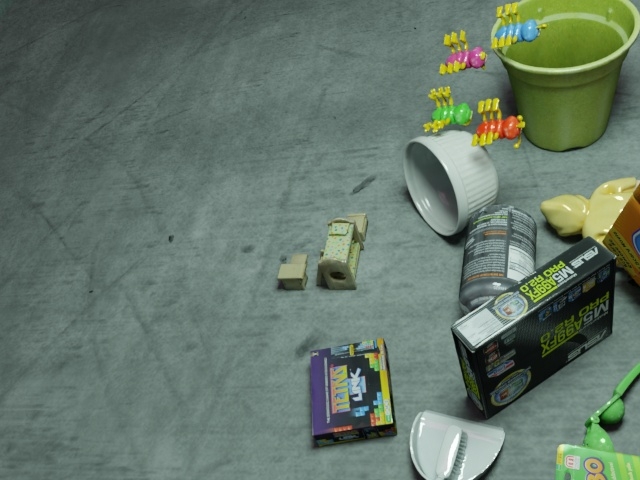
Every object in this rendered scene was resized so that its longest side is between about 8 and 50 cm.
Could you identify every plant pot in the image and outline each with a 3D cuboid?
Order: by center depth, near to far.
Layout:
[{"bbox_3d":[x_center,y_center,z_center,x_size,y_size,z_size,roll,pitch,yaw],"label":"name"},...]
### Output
[{"bbox_3d":[0.504,-0.335,1.441,0.275,0.254,0.276,-10,47,11],"label":"plant pot"}]

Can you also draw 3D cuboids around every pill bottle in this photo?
[{"bbox_3d":[0.317,0.065,1.245,0.130,0.130,0.246,0,51,20],"label":"pill bottle"}]

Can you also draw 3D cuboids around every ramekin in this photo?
[{"bbox_3d":[0.262,-0.123,1.387,0.109,0.207,0.207,-23,46,-15],"label":"ramekin"}]

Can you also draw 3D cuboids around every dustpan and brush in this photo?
[{"bbox_3d":[0.193,0.360,1.082,0.147,0.060,0.211,8,54,26],"label":"dustpan and brush"}]

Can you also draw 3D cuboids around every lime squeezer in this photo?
[{"bbox_3d":[0.459,0.284,1.055,0.109,0.059,0.311,3,51,23],"label":"lime squeezer"}]

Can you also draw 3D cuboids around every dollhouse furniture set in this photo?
[{"bbox_3d":[0.000,0.000,1.438,0.160,0.101,0.182,-2,50,18],"label":"dollhouse furniture set"}]

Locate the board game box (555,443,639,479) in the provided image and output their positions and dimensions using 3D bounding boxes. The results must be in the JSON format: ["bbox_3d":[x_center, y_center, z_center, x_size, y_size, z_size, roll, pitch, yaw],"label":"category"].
[{"bbox_3d":[0.457,0.366,0.959,0.259,0.039,0.124,7,68,13],"label":"board game box"}]

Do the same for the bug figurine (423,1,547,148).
[{"bbox_3d":[0.309,-0.298,1.313,0.216,0.072,0.279,6,79,44],"label":"bug figurine"}]

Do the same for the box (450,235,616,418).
[{"bbox_3d":[0.346,0.143,1.109,0.270,0.216,0.060,-31,46,-9],"label":"box"}]

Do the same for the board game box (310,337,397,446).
[{"bbox_3d":[0.055,0.265,1.225,0.141,0.048,0.170,-12,48,9],"label":"board game box"}]

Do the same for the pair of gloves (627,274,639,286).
[{"bbox_3d":[0.565,0.039,1.215,0.074,0.083,0.010,-24,6,27],"label":"pair of gloves"}]

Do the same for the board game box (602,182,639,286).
[{"bbox_3d":[0.692,-0.019,0.963,0.356,0.356,0.357,-30,66,-7],"label":"board game box"}]

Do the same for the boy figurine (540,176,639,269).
[{"bbox_3d":[0.549,-0.030,1.269,0.285,0.092,0.177,4,78,27],"label":"boy figurine"}]
